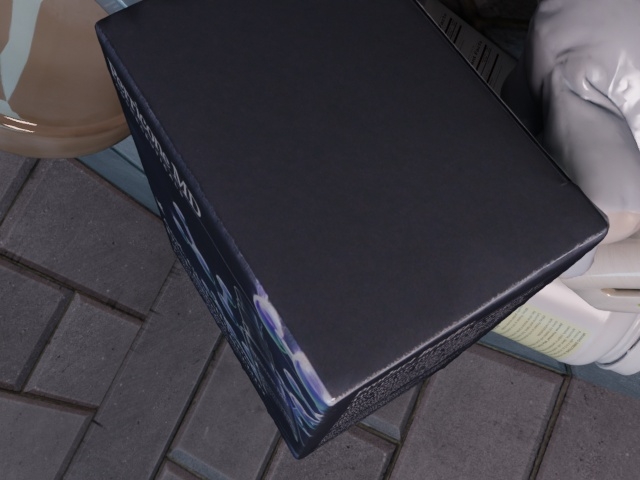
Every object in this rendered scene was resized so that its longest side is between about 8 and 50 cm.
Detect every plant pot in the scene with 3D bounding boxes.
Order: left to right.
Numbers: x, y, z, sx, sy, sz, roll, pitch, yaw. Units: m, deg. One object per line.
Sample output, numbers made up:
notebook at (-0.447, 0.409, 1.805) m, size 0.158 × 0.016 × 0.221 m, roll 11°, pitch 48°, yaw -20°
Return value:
plant pot at (-0.285, -0.291, 0.689) m, size 0.323 × 0.323 × 0.280 m, roll 30°, pitch 149°, yaw -19°

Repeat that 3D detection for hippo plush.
hippo plush at (0.282, -0.118, 0.519) m, size 0.237 × 0.294 × 0.234 m, roll -3°, pitch -177°, yaw 6°

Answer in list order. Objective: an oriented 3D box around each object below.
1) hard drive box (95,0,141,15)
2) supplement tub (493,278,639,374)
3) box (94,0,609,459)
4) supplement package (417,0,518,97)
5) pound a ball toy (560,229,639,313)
hard drive box at (-0.135, -0.278, 0.526) m, size 0.232 × 0.181 × 0.089 m, roll 42°, pitch 173°, yaw -30°
supplement tub at (0.316, 0.035, 0.919) m, size 0.325 × 0.235 × 0.235 m, roll 24°, pitch 167°, yaw 6°
box at (0.000, 0.000, 0.574) m, size 0.293 × 0.212 × 0.395 m, roll 56°, pitch 163°, yaw 17°
supplement package at (0.126, -0.141, 0.759) m, size 0.203 × 0.149 × 0.194 m, roll 29°, pitch 167°, yaw -20°
pound a ball toy at (0.378, 0.026, 0.580) m, size 0.136 × 0.208 × 0.319 m, roll 34°, pitch 157°, yaw -33°
